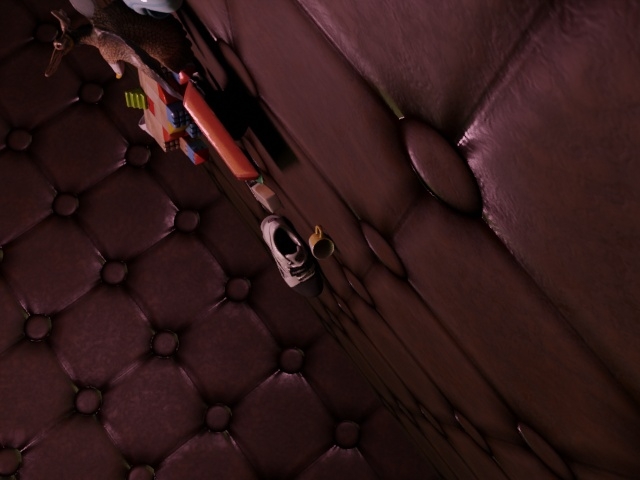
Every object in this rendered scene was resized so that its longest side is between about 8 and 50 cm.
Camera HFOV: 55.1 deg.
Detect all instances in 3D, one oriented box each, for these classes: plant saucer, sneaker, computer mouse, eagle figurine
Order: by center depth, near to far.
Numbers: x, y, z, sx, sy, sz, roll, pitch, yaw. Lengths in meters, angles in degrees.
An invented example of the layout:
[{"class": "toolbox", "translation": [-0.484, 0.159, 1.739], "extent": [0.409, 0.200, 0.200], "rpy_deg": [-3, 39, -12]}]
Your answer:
[{"class": "sneaker", "translation": [-0.397, -0.549, 1.330], "extent": [0.366, 0.135, 0.150], "rpy_deg": [41, 162, 54]}, {"class": "eagle figurine", "translation": [-0.449, -0.451, 1.419], "extent": [0.225, 0.298, 0.227], "rpy_deg": [-164, 81, -84]}, {"class": "plant saucer", "translation": [-0.242, -0.244, 1.480], "extent": [0.259, 0.047, 0.259], "rpy_deg": [54, 176, -7]}, {"class": "computer mouse", "translation": [-0.240, -0.333, 1.548], "extent": [0.189, 0.072, 0.272], "rpy_deg": [56, 176, -28]}, {"class": "sneaker", "translation": [-0.089, 0.071, 2.089], "extent": [0.331, 0.122, 0.146], "rpy_deg": [56, 172, -17]}]

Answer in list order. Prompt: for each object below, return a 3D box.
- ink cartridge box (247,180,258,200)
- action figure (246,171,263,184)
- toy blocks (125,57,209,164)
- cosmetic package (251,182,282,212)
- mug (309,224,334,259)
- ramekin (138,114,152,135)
[{"class": "ink cartridge box", "translation": [-0.229, -0.189, 2.066], "extent": [0.115, 0.029, 0.063], "rpy_deg": [55, 176, 48]}, {"class": "action figure", "translation": [-0.274, -0.261, 1.997], "extent": [0.137, 0.063, 0.232], "rpy_deg": [56, 174, -36]}, {"class": "toy blocks", "translation": [-0.416, -0.387, 1.746], "extent": [0.261, 0.190, 0.382], "rpy_deg": [47, 147, 34]}, {"class": "cosmetic package", "translation": [-0.173, -0.141, 1.980], "extent": [0.115, 0.041, 0.060], "rpy_deg": [42, 163, 50]}, {"class": "mug", "translation": [0.002, 0.003, 1.658], "extent": [0.062, 0.078, 0.064], "rpy_deg": [22, -164, -27]}, {"class": "ramekin", "translation": [-0.524, -0.434, 2.153], "extent": [0.109, 0.207, 0.207], "rpy_deg": [49, 174, -29]}]
